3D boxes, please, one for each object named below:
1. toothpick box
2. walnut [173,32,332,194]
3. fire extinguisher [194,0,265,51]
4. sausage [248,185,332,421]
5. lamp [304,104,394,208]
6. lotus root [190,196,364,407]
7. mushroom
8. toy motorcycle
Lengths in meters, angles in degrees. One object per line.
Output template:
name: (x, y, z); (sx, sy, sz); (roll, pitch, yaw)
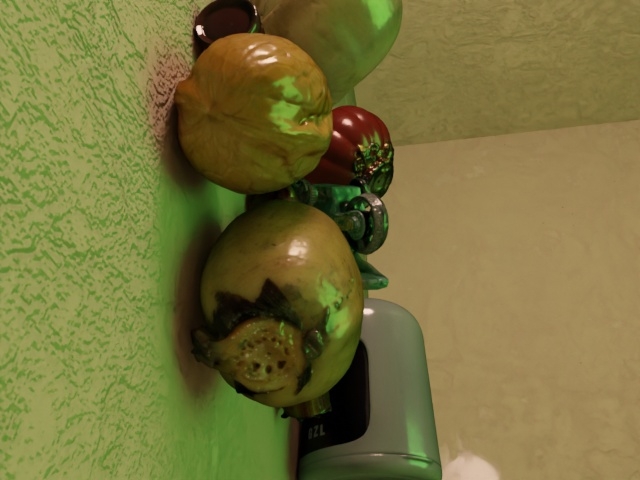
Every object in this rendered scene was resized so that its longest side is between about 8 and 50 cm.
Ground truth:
toothpick box: (0.088, 0.263, 1.093); (0.263, 0.262, 0.355); (73, 13, -55)
walnut: (-0.064, -0.126, 0.616); (0.206, 0.159, 0.159); (-38, 123, -72)
fire extinguisher: (-0.086, -0.174, 0.774); (0.252, 0.075, 0.106); (72, 21, -62)
sausage: (-0.049, 0.079, 0.876); (0.082, 0.082, 0.372); (-66, 148, -74)
lamp: (0.040, -0.159, 1.218); (0.227, 0.226, 0.227); (-5, 90, -82)
lotus root: (-0.039, 0.042, 0.669); (0.310, 0.182, 0.183); (-92, 173, -64)
mushroom: (-0.023, -0.310, 0.857); (0.234, 0.260, 0.254); (44, 20, -9)
toy motorcycle: (0.001, 0.000, 0.914); (0.296, 0.109, 0.199); (12, -77, 59)
